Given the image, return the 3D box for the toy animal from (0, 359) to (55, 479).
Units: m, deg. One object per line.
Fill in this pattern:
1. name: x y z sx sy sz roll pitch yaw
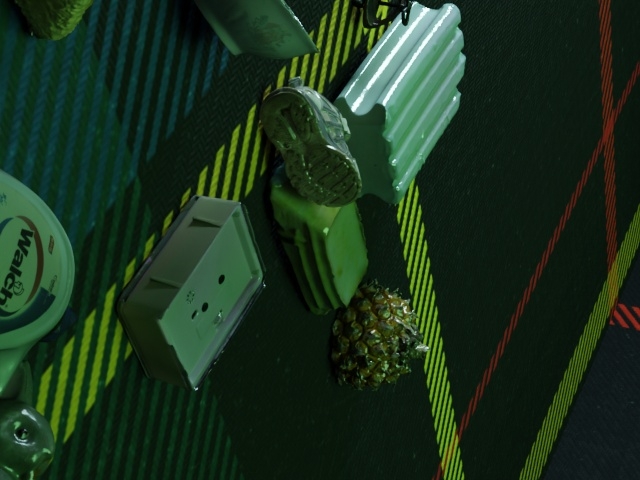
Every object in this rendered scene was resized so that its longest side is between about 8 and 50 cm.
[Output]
1. toy animal: -0.309 0.212 1.199 0.236 0.108 0.138 -67 152 -23

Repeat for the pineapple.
1. pineapple: 0.109 0.158 1.998 0.161 0.136 0.176 4 98 -64

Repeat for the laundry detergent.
1. laundry detergent: -0.309 0.050 1.137 0.215 0.105 0.280 -70 155 -17

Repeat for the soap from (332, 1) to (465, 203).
1. soap: 0.121 -0.210 1.916 0.289 0.095 0.173 -56 146 -39

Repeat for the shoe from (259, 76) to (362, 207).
1. shoe: -0.007 -0.130 1.678 0.180 0.089 0.092 56 26 -16

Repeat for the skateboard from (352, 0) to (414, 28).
1. skateboard: 0.100 -0.370 1.822 0.067 0.080 0.151 20 84 -70

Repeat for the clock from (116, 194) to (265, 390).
1. clock: -0.147 0.058 1.508 0.192 0.071 0.147 -59 149 -35

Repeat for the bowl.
1. bowl: -0.088 -0.265 1.443 0.086 0.189 0.189 -34 150 5

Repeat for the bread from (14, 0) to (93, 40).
1. bread: -0.225 -0.297 1.126 0.174 0.133 0.252 -64 152 -24

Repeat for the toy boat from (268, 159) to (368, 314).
1. toy boat: 0.005 0.000 1.782 0.111 0.084 0.276 -62 151 -33
